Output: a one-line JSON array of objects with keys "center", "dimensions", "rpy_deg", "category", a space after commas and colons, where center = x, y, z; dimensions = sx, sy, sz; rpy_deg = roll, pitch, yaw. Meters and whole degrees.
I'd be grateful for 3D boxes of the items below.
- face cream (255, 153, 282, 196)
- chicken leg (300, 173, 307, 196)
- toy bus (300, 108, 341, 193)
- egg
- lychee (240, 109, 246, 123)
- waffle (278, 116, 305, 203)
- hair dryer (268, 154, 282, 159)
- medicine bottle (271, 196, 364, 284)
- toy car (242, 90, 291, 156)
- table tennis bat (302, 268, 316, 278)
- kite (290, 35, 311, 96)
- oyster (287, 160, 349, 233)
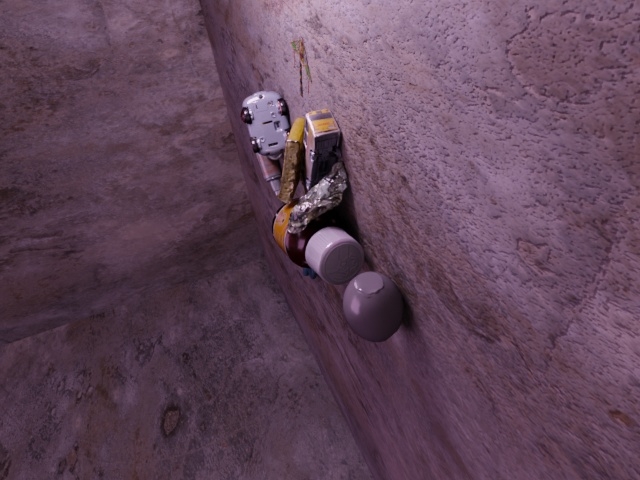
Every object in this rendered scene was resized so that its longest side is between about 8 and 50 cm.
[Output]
[{"center": [-0.257, -0.356, 2.385], "dimensions": [0.101, 0.101, 0.251], "rpy_deg": [172, 78, -77], "category": "face cream"}, {"center": [-0.044, -0.152, 1.871], "dimensions": [0.113, 0.093, 0.304], "rpy_deg": [36, 138, 38], "category": "chicken leg"}, {"center": [-0.008, -0.275, 1.496], "dimensions": [0.342, 0.097, 0.138], "rpy_deg": [102, 149, -64], "category": "toy bus"}, {"center": [0.156, 0.200, 1.315], "dimensions": [0.176, 0.176, 0.231], "rpy_deg": [-128, 21, -55], "category": "egg"}, {"center": [-0.363, -0.659, 2.368], "dimensions": [0.129, 0.123, 0.123], "rpy_deg": [67, 169, -24], "category": "lychee"}, {"center": [-0.095, -0.290, 1.608], "dimensions": [0.221, 0.055, 0.247], "rpy_deg": [-79, 0, -54], "category": "waffle"}, {"center": [-0.255, -0.519, 2.232], "dimensions": [0.131, 0.073, 0.236], "rpy_deg": [-142, 38, -69], "category": "hair dryer"}, {"center": [0.000, 0.000, 1.584], "dimensions": [0.395, 0.243, 0.242], "rpy_deg": [34, 142, 54], "category": "medicine bottle"}, {"center": [-0.228, -0.505, 1.931], "dimensions": [0.212, 0.181, 0.270], "rpy_deg": [-114, 10, -64], "category": "toy car"}, {"center": [-0.066, 0.112, 2.375], "dimensions": [0.329, 0.044, 0.215], "rpy_deg": [100, 152, -65], "category": "table tennis bat"}, {"center": [-0.069, -0.585, 1.514], "dimensions": [0.244, 0.006, 0.198], "rpy_deg": [96, 152, -61], "category": "kite"}, {"center": [-0.014, -0.125, 1.473], "dimensions": [0.087, 0.199, 0.252], "rpy_deg": [37, 143, -27], "category": "oyster"}]
